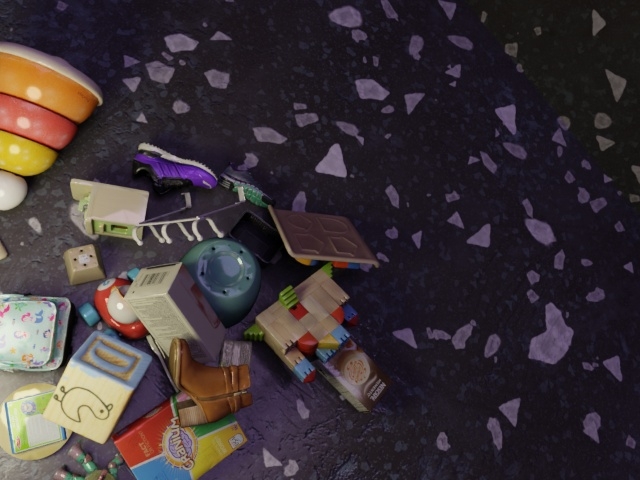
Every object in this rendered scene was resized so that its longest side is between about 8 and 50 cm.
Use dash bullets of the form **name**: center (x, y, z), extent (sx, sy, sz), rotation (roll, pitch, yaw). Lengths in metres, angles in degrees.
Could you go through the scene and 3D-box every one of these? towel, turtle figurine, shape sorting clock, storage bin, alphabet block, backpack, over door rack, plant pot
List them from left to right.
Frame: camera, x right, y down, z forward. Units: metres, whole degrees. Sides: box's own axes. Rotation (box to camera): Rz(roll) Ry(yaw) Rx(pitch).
- **backpack**: center (-0.844, 0.257, 1.553), extent (0.254, 0.191, 0.225), rotation (6, 78, -10)
- **shape sorting clock**: center (-0.802, 0.508, 1.557), extent (0.206, 0.040, 0.206), rotation (5, 74, -19)
- **plant pot**: center (-0.730, 0.066, 1.707), extent (0.109, 0.096, 0.109), rotation (-14, 76, -23)
- **alphabet block**: center (-0.613, 0.403, 1.538), extent (0.192, 0.193, 0.197), rotation (28, 103, -7)
- **turtle figurine**: center (-0.609, 0.668, 1.536), extent (0.234, 0.118, 0.175), rotation (31, 64, -1)
- **over door rack**: center (-0.400, -0.067, 1.750), extent (0.324, 0.240, 0.108), rotation (-54, 136, -59)
- **plant pot**: center (-0.319, 0.121, 1.760), extent (0.293, 0.235, 0.293), rotation (7, 70, -18)
- **towel**: center (-0.276, 0.395, 1.795), extent (0.110, 0.027, 0.148), rotation (10, 69, -18)
- **storage bin**: center (-0.227, -0.001, 1.920), extent (0.180, 0.084, 0.122), rotation (37, 64, -4)

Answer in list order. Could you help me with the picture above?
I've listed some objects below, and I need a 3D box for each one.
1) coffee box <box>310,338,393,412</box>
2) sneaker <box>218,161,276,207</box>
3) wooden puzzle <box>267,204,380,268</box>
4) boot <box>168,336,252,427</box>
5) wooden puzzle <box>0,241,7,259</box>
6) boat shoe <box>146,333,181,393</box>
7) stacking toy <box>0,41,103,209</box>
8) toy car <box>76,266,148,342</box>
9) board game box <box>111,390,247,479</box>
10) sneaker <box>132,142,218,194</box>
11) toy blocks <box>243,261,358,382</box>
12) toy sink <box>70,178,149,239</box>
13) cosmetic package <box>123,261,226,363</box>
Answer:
- **coffee box**: center (0.106, 0.446, 1.875), extent (0.246, 0.098, 0.141), rotation (44, 64, -1)
- **sneaker**: center (-0.250, -0.204, 1.986), extent (0.224, 0.083, 0.098), rotation (29, 60, -8)
- **wooden puzzle**: center (0.000, 0.000, 1.922), extent (0.348, 0.080, 0.322), rotation (10, 27, -24)
- **boot**: center (-0.307, 0.387, 1.572), extent (0.220, 0.109, 0.283), rotation (-11, 101, -22)
- **wooden puzzle**: center (-1.092, 0.009, 1.624), extent (0.239, 0.044, 0.221), rotation (-31, 84, -26)
- **boat shoe**: center (-0.457, 0.378, 1.705), extent (0.069, 0.081, 0.227), rotation (-28, 80, -22)
- **stacking toy**: center (-0.914, -0.325, 1.697), extent (0.351, 0.350, 0.479), rotation (20, 82, -13)
- **toy car**: center (-0.583, 0.180, 1.635), extent (0.219, 0.238, 0.210), rotation (-39, 82, -27)
- **board game box**: center (-0.406, 0.583, 1.623), extent (0.317, 0.064, 0.242), rotation (-32, 103, -26)
- **sneaker**: center (-0.504, -0.212, 1.891), extent (0.293, 0.102, 0.146), rotation (20, 70, -7)
- **toy blocks**: center (-0.019, 0.278, 1.797), extent (0.381, 0.190, 0.261), rotation (-36, 68, -28)
- **toy sink**: center (-0.675, -0.091, 1.751), extent (0.234, 0.153, 0.131), rotation (10, 69, -18)
- **cosmetic package**: center (-0.411, 0.217, 1.600), extent (0.153, 0.296, 0.129), rotation (-8, 37, 19)
